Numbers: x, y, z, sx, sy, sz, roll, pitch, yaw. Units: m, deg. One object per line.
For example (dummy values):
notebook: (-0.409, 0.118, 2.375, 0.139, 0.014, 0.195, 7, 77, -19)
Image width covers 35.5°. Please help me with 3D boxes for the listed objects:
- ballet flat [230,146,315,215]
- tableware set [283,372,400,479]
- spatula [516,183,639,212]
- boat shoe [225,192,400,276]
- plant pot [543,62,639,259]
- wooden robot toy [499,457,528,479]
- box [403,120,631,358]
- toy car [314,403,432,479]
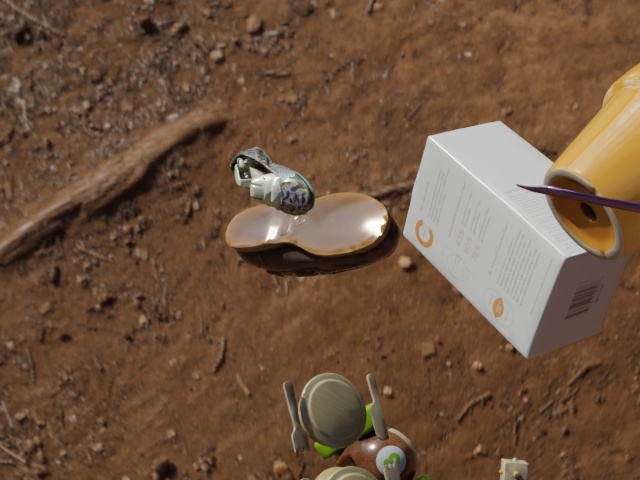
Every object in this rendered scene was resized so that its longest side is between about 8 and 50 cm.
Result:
ballet flat: (-0.046, -0.047, 0.835, 0.041, 0.041, 0.114, -33, 34, -13)
tableware set: (0.021, 0.246, 1.119, 0.128, 0.039, 0.194, 0, 68, -32)
spatula: (0.251, 0.021, 0.579, 0.296, 0.084, 0.030, 26, 92, -8)
boat shoe: (0.000, 0.000, 0.987, 0.207, 0.073, 0.073, 2, 57, 44)
plant pot: (0.370, -0.080, 1.155, 0.188, 0.205, 0.205, -35, 66, -13)
wooden robot toy: (0.221, 0.336, 1.152, 0.076, 0.079, 0.173, -12, 87, 0)
box: (0.317, -0.010, 1.645, 0.168, 0.215, 0.345, -15, 44, -30)
toy car: (0.042, 0.348, 1.389, 0.155, 0.149, 0.188, 53, 36, 5)
